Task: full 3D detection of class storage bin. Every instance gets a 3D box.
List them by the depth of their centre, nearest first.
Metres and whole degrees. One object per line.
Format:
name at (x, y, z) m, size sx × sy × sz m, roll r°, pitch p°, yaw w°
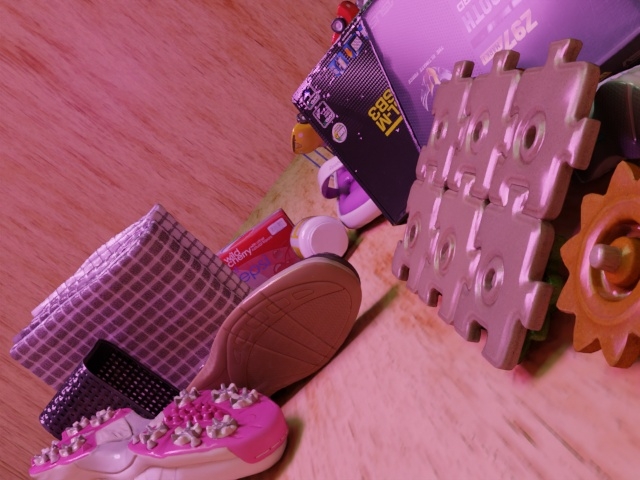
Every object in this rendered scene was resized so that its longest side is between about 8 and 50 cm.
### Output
storage bin at (-0.218, 0.210, 0.852) m, size 0.084 × 0.180 × 0.122 m, roll -53°, pitch 9°, yaw 3°

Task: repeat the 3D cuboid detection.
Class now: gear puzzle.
gear puzzle at (0.118, -0.022, 0.422) m, size 0.339 × 0.044 × 0.175 m, roll -129°, pitch 52°, yaw -77°

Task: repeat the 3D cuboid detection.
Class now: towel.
towel at (-0.234, 0.126, 0.963) m, size 0.284 × 0.235 × 0.121 m, roll -40°, pitch 25°, yaw 13°

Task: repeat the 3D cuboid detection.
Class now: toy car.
toy car at (0.037, -0.217, 1.128) m, size 0.225 × 0.053 × 0.239 m, roll 40°, pitch -111°, yaw -74°

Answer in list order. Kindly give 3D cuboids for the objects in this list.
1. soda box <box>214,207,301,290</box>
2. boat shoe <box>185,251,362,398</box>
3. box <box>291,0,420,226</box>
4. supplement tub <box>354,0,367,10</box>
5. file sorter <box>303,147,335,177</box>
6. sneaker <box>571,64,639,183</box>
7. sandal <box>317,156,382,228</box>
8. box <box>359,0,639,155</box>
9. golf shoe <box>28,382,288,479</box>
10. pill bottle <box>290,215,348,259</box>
soda box at (-0.143, 0.059, 1.148) m, size 0.263 × 0.083 × 0.092 m, roll -35°, pitch 11°, yaw 0°
boat shoe at (-0.056, 0.101, 0.730) m, size 0.285 × 0.103 × 0.092 m, roll -53°, pitch 12°, yaw 33°
box at (0.086, -0.143, 0.721) m, size 0.190 × 0.184 × 0.045 m, roll -46°, pitch -22°, yaw 29°
supplement tub at (0.198, -0.423, 1.134) m, size 0.338 × 0.207 × 0.207 m, roll -49°, pitch 10°, yaw 19°
file sorter at (0.042, -0.220, 1.445) m, size 0.170 × 0.104 × 0.118 m, roll -53°, pitch 9°, yaw -6°
sneaker at (0.176, -0.071, 0.425) m, size 0.061 × 0.053 × 0.152 m, roll -29°, pitch 3°, yaw -6°
sandal at (0.052, -0.114, 0.999) m, size 0.169 × 0.102 × 0.416 m, roll -52°, pitch 9°, yaw 3°
box at (0.141, -0.172, 0.568) m, size 0.059 × 0.183 × 0.233 m, roll -12°, pitch -18°, yaw -35°
golf shoe at (-0.140, 0.223, 0.694) m, size 0.306 × 0.140 × 0.115 m, roll -18°, pitch 10°, yaw 35°
pill bottle at (0.000, 0.000, 0.939) m, size 0.065 × 0.065 × 0.116 m, roll -53°, pitch 9°, yaw -5°
